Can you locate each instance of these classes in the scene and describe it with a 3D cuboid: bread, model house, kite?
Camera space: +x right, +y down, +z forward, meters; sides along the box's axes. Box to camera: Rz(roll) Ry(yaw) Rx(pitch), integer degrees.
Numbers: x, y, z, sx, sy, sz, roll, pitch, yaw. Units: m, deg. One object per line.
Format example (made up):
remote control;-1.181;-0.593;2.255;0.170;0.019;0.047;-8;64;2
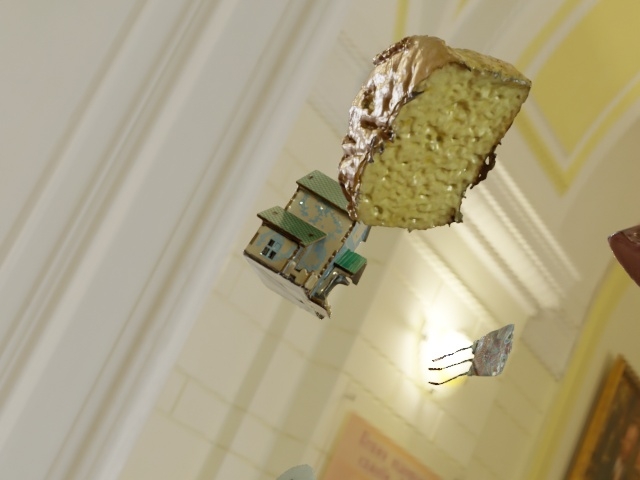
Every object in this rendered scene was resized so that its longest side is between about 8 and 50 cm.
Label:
bread;0.118;-0.141;1.318;0.160;0.147;0.261;4;-46;-20
model house;0.000;0.000;1.891;0.178;0.206;0.271;29;-11;16
kite;0.309;0.246;2.282;0.229;0.127;0.016;-14;31;-31

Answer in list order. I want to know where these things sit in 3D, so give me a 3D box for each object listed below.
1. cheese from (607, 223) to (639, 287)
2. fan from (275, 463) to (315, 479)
cheese;0.461;0.004;1.410;0.128;0.203;0.177;-19;24;-40
fan;-0.120;0.545;2.074;0.009;0.329;0.191;31;-17;29
